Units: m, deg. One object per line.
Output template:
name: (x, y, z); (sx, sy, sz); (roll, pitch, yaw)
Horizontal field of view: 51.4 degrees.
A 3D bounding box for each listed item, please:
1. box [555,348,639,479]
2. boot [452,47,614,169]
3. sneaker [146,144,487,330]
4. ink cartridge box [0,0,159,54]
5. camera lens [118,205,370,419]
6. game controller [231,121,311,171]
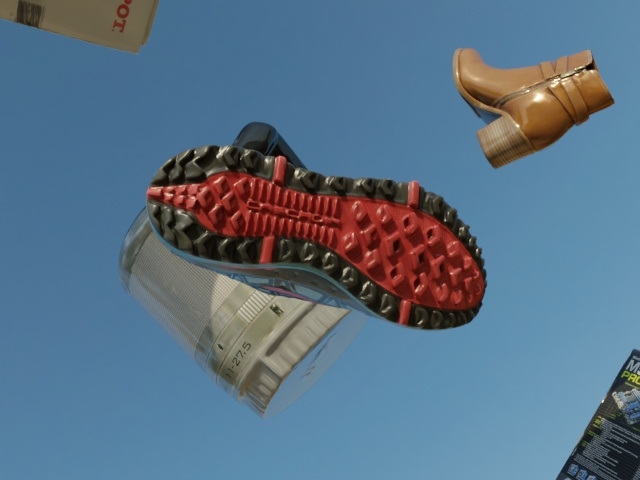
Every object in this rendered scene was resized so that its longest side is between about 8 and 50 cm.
box: (0.419, 0.261, 0.746); (0.060, 0.270, 0.216); (36, -97, -22)
boot: (0.251, -0.190, 0.800); (0.152, 0.197, 0.073); (-29, -35, 25)
sneaker: (0.000, 0.000, 0.513); (0.262, 0.125, 0.104); (19, -103, -10)
ink cartridge box: (-0.305, -0.340, 0.678); (0.289, 0.121, 0.211); (9, -61, -33)
camera lens: (-0.096, 0.055, 0.832); (0.219, 0.274, 0.219); (-43, -17, -17)
game controller: (-0.035, -0.037, 1.052); (0.067, 0.166, 0.319); (-20, -55, 30)
